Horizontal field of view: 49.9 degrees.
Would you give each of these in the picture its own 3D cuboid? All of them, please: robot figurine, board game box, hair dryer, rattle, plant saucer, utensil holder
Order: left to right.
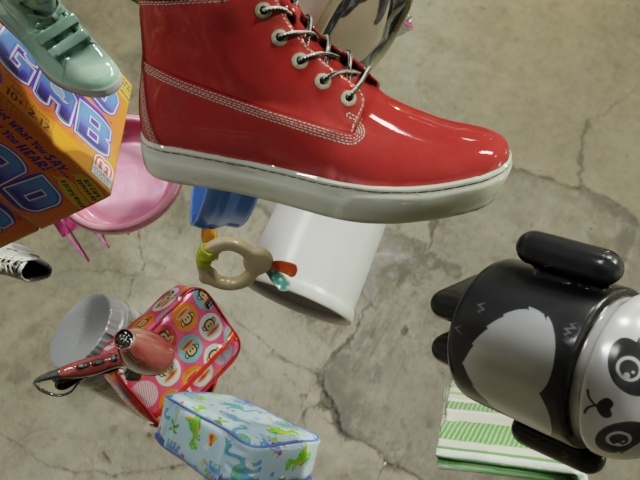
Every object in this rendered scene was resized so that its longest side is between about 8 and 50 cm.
[{"bbox_3d":[-0.638,-0.249,1.332,0.357,0.356,0.356,-22,45,18],"label":"board game box"},{"bbox_3d":[-0.377,0.231,1.249,0.224,0.293,0.080,-8,66,-40],"label":"hair dryer"},{"bbox_3d":[-0.504,-0.160,1.755,0.333,0.084,0.331,-2,68,5],"label":"plant saucer"},{"bbox_3d":[-0.147,0.029,1.405,0.200,0.130,0.142,-3,18,-1],"label":"rattle"},{"bbox_3d":[0.000,0.000,1.924,0.328,0.327,0.385,20,76,6],"label":"utensil holder"},{"bbox_3d":[0.246,0.116,0.722,0.278,0.209,0.173,18,67,47],"label":"robot figurine"}]

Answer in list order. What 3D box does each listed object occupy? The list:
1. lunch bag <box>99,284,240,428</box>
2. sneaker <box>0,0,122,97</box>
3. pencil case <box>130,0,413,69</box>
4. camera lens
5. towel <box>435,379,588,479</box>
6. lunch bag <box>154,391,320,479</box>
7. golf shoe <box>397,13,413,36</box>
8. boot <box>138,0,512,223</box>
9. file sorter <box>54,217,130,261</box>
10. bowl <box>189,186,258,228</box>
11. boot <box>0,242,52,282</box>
[{"bbox_3d":[-0.330,0.274,1.576,0.120,0.258,0.293,2,39,47],"label":"lunch bag"},{"bbox_3d":[-0.411,-0.334,1.050,0.256,0.151,0.094,40,63,1],"label":"sneaker"},{"bbox_3d":[-0.099,-0.279,0.632,0.410,0.160,0.183,36,94,20],"label":"pencil case"},{"bbox_3d":[-0.480,0.278,1.669,0.220,0.274,0.219,-23,45,25],"label":"camera lens"},{"bbox_3d":[0.331,0.326,1.209,0.248,0.038,0.325,2,10,14],"label":"towel"},{"bbox_3d":[-0.120,0.295,1.018,0.219,0.176,0.090,14,90,40],"label":"lunch bag"},{"bbox_3d":[0.113,-0.447,1.424,0.115,0.140,0.306,48,16,-9],"label":"golf shoe"},{"bbox_3d":[0.001,-0.111,0.412,0.245,0.176,0.088,10,31,10],"label":"boot"},{"bbox_3d":[-0.605,-0.110,1.940,0.291,0.202,0.182,-38,59,-20],"label":"file sorter"},{"bbox_3d":[-0.116,-0.203,1.015,0.077,0.391,0.391,11,52,-15],"label":"bowl"},{"bbox_3d":[-0.794,0.044,1.728,0.124,0.258,0.095,22,91,24],"label":"boot"}]
